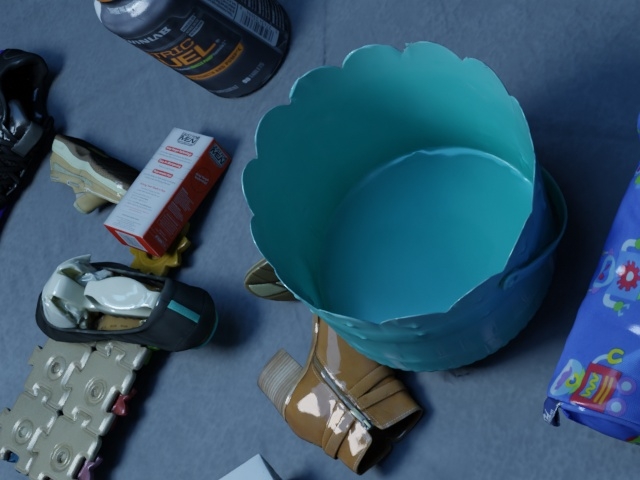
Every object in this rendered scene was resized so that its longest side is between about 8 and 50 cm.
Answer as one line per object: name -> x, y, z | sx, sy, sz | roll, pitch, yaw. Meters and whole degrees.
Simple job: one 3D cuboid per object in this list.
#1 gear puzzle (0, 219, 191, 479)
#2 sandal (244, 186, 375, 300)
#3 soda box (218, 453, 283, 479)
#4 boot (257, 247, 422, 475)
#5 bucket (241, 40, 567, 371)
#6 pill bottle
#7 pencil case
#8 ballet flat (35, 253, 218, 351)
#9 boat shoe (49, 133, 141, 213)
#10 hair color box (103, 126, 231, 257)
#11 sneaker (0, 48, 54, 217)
gear puzzle -> -0.238, 0.118, 1.890 | 0.175, 0.044, 0.339 | 22, 82, 45
sandal -> 0.000, 0.000, 1.727 | 0.180, 0.072, 0.049 | -39, 35, 17
soda box -> -0.032, 0.309, 1.598 | 0.074, 0.069, 0.216 | -34, 51, 0
boot -> 0.046, 0.117, 1.641 | 0.152, 0.073, 0.197 | 39, 96, 35
bucket -> 0.084, -0.023, 1.541 | 0.281, 0.183, 0.281 | -7, 65, 15
pill bottle -> -0.157, -0.258, 1.848 | 0.130, 0.246, 0.130 | -18, 60, 34
pencil case -> 0.287, 0.029, 1.439 | 0.133, 0.119, 0.306 | 8, 76, 52
ballet flat -> -0.230, 0.059, 1.814 | 0.280, 0.096, 0.095 | 1, 67, 41
boat shoe -> -0.260, -0.063, 1.978 | 0.190, 0.068, 0.072 | 32, 104, 53
hair color box -> -0.169, -0.054, 1.880 | 0.072, 0.043, 0.141 | 18, 67, 43
sneaker -> -0.400, -0.109, 2.080 | 0.146, 0.102, 0.293 | -7, 66, 37
